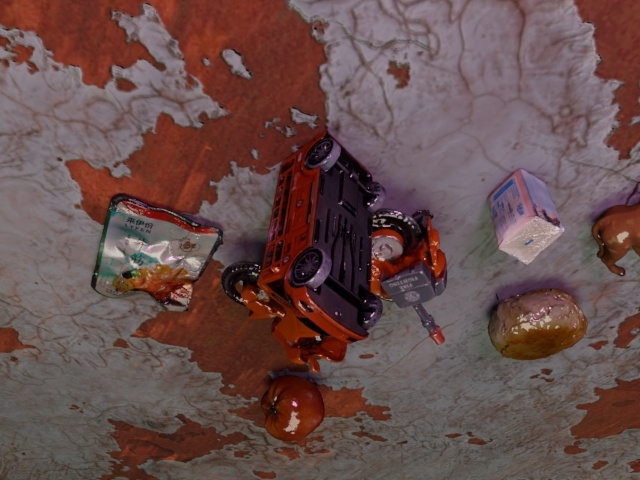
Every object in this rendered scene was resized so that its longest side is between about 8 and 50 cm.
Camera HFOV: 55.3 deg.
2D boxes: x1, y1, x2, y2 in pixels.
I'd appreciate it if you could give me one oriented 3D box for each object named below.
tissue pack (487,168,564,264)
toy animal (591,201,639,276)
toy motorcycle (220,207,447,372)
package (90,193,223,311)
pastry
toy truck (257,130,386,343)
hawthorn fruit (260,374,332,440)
[{"bbox_3d":[0.255,-0.032,0.770,0.058,0.094,0.074,22,132,-19],"label":"tissue pack"},{"bbox_3d":[0.451,-0.032,0.749,0.224,0.066,0.230,-5,143,30],"label":"toy animal"},{"bbox_3d":[0.032,0.072,0.865,0.325,0.148,0.221,-21,125,25],"label":"toy motorcycle"},{"bbox_3d":[-0.254,0.036,0.918,0.166,0.040,0.232,19,135,-17],"label":"package"},{"bbox_3d":[0.340,0.135,0.963,0.153,0.081,0.153,0,135,0],"label":"pastry"},{"bbox_3d":[0.000,0.000,0.703,0.114,0.253,0.107,-24,132,32],"label":"toy truck"},{"bbox_3d":[-0.048,0.313,1.167,0.140,0.125,0.125,-26,142,-18],"label":"hawthorn fruit"}]
